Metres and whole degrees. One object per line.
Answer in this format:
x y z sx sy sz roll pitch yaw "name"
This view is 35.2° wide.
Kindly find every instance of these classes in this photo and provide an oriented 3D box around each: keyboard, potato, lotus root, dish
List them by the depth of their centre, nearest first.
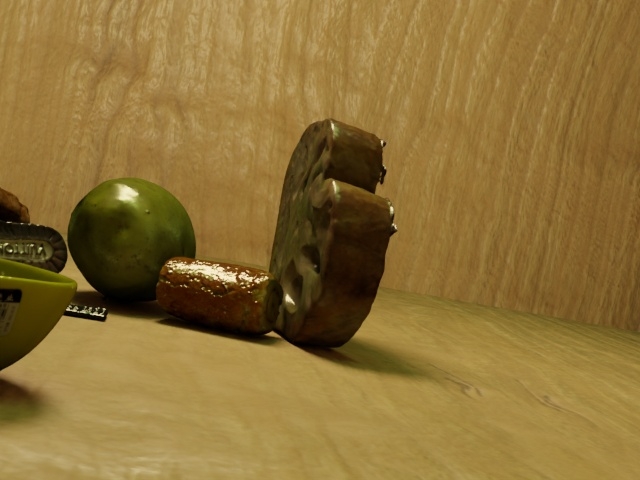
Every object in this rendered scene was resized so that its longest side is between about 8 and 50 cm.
-0.347 0.062 0.859 0.221 0.108 0.262 11 0 33 "dish"
-0.403 0.087 1.417 0.204 0.013 0.061 10 2 -9 "keyboard"
0.000 0.000 1.610 0.111 0.375 0.390 9 39 -16 "lotus root"
-0.308 -0.002 1.658 0.216 0.215 0.304 10 -14 -4 "potato"

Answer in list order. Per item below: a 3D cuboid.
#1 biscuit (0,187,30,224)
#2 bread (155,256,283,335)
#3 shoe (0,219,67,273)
-0.584 -0.044 1.507 0.257 0.049 0.273 -11 -12 10 "biscuit"
-0.152 0.085 1.542 0.172 0.103 0.132 12 -10 11 "bread"
-0.529 0.021 1.477 0.149 0.109 0.293 -15 -15 38 "shoe"
